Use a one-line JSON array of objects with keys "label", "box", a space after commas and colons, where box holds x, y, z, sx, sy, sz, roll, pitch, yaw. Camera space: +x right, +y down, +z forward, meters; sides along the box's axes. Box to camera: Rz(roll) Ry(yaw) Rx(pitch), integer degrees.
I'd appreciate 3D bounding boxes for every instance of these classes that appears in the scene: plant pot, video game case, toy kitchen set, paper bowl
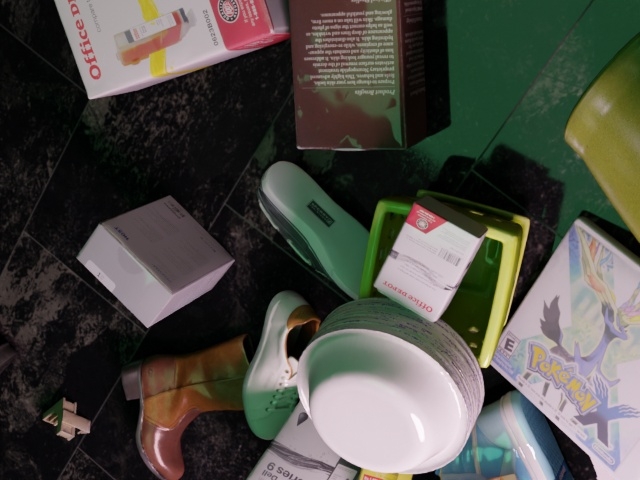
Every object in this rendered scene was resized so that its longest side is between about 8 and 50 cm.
[{"label": "plant pot", "box": [0.208, 0.043, 1.685, 0.228, 0.207, 0.227, 16, 109, 19]}, {"label": "video game case", "box": [0.451, 0.177, 1.648, 0.329, 0.036, 0.300, 44, 118, 32]}, {"label": "toy kitchen set", "box": [-0.526, 0.386, 2.176, 0.075, 0.083, 0.068, -38, 129, 27]}, {"label": "plant pot", "box": [0.540, -0.116, 1.445, 0.353, 0.366, 0.366, 46, 117, 18]}, {"label": "paper bowl", "box": [0.097, 0.240, 1.612, 0.284, 0.148, 0.284, 13, 126, 19]}]

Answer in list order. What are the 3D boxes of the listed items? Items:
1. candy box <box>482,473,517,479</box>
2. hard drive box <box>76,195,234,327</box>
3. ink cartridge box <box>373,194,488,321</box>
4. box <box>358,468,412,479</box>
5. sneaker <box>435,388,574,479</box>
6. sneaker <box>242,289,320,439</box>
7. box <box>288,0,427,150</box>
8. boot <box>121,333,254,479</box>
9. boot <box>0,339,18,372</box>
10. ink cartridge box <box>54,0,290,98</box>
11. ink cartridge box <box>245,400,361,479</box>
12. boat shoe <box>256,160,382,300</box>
[{"label": "candy box", "box": [0.265, 0.552, 1.708, 0.183, 0.087, 0.316, -13, 104, 6]}, {"label": "hard drive box", "box": [-0.289, 0.031, 1.882, 0.181, 0.232, 0.089, 44, 116, 8]}, {"label": "ink cartridge box", "box": [0.162, 0.026, 1.550, 0.109, 0.063, 0.150, 30, 114, 12]}, {"label": "box", "box": [0.122, 0.341, 1.769, 0.087, 0.232, 0.058, 17, 144, 4]}, {"label": "sneaker", "box": [0.317, 0.427, 1.791, 0.208, 0.127, 0.319, -24, 84, 25]}, {"label": "sneaker", "box": [-0.064, 0.245, 1.890, 0.123, 0.106, 0.290, 35, 121, 52]}, {"label": "box", "box": [0.061, -0.340, 1.686, 0.191, 0.143, 0.381, 3, 103, 22]}, {"label": "boot", "box": [-0.221, 0.328, 2.034, 0.280, 0.096, 0.264, -12, 91, 18]}, {"label": "boot", "box": [-0.825, 0.245, 2.224, 0.260, 0.131, 0.348, 46, 106, -1]}, {"label": "ink cartridge box", "box": [-0.250, -0.426, 1.782, 0.384, 0.160, 0.279, -14, 98, 26]}, {"label": "ink cartridge box", "box": [0.008, 0.411, 1.817, 0.211, 0.289, 0.121, 27, 145, 14]}, {"label": "boat shoe", "box": [0.000, 0.000, 1.827, 0.301, 0.108, 0.102, 46, 149, 2]}]
